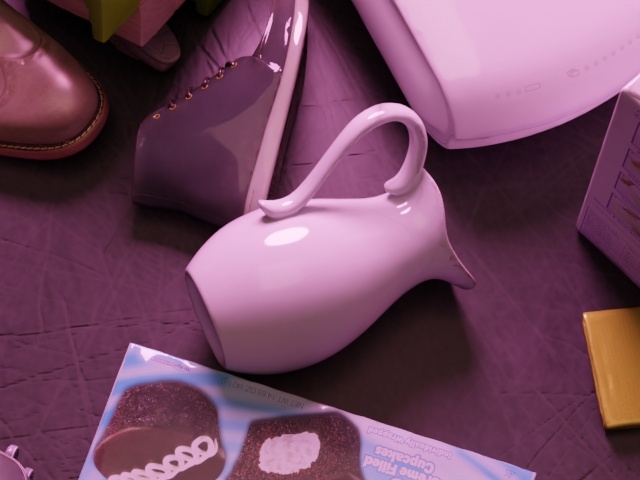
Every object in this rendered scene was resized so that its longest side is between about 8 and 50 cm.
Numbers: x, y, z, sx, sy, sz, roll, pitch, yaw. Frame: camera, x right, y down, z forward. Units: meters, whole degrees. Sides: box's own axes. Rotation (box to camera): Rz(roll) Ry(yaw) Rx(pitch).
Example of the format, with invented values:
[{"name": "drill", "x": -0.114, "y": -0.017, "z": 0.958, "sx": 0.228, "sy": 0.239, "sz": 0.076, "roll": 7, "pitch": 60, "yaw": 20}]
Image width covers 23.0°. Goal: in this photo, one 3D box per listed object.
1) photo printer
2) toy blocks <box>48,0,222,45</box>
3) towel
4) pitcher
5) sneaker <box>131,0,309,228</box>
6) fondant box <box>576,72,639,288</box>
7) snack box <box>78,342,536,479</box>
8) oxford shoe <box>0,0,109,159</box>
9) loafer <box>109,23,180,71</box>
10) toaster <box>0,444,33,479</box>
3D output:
[{"name": "photo printer", "x": 0.142, "y": -0.239, "z": 1.298, "sx": 0.256, "sy": 0.107, "sz": 0.307, "roll": -26, "pitch": 83, "yaw": -15}, {"name": "toy blocks", "x": -0.176, "y": -0.334, "z": 1.315, "sx": 0.261, "sy": 0.190, "sz": 0.381, "roll": 28, "pitch": 56, "yaw": 15}, {"name": "towel", "x": 0.332, "y": 0.092, "z": 1.248, "sx": 0.237, "sy": 0.021, "sz": 0.102, "roll": -6, "pitch": 64, "yaw": -3}, {"name": "pitcher", "x": 0.000, "y": 0.000, "z": 1.195, "sx": 0.207, "sy": 0.177, "sz": 0.125, "roll": -23, "pitch": 30, "yaw": -12}, {"name": "sneaker", "x": -0.079, "y": -0.121, "z": 1.281, "sx": 0.118, "sy": 0.083, "sz": 0.222, "roll": 12, "pitch": 70, "yaw": 3}, {"name": "fondant box", "x": 0.314, "y": -0.099, "z": 1.139, "sx": 0.238, "sy": 0.330, "sz": 0.096, "roll": -42, "pitch": 75, "yaw": -7}, {"name": "snack box", "x": -0.021, "y": 0.215, "z": 1.167, "sx": 0.322, "sy": 0.060, "sz": 0.187, "roll": 17, "pitch": 70, "yaw": 5}, {"name": "oxford shoe", "x": -0.330, "y": -0.178, "z": 1.270, "sx": 0.348, "sy": 0.130, "sz": 0.123, "roll": 27, "pitch": 71, "yaw": 9}, {"name": "loafer", "x": -0.169, "y": -0.185, "z": 1.332, "sx": 0.125, "sy": 0.039, "sz": 0.045, "roll": 46, "pitch": 42, "yaw": 11}, {"name": "toaster", "x": -0.271, "y": 0.225, "z": 1.099, "sx": 0.110, "sy": 0.168, "sz": 0.185, "roll": 22, "pitch": 70, "yaw": 6}]
